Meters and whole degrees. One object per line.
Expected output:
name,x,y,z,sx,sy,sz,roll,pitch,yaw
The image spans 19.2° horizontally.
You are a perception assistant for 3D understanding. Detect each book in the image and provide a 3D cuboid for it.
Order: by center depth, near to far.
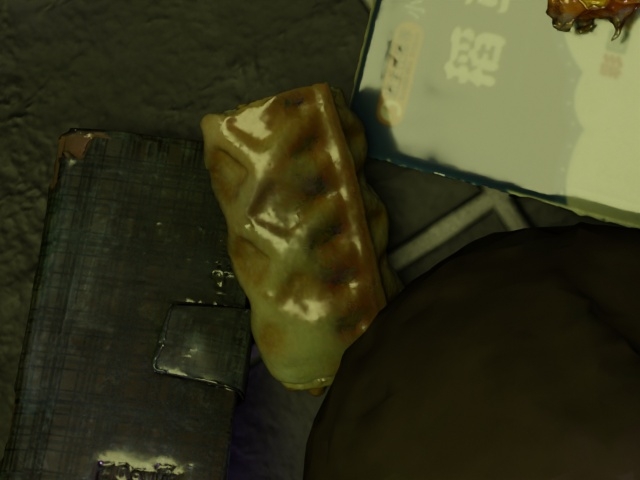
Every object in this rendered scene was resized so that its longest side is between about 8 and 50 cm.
book,0.250,-0.155,1.336,0.428,0.039,0.300,15,97,13

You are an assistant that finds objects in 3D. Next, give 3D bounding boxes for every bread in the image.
bread,0.000,0.000,1.349,0.088,0.128,0.232,13,121,54

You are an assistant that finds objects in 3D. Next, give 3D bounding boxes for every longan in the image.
longan,0.193,0.192,1.189,0.404,0.404,0.436,-38,82,13

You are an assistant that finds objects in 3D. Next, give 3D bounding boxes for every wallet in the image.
wallet,-0.134,0.073,1.373,0.169,0.044,0.317,6,71,4

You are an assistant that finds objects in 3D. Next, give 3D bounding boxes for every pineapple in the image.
pineapple,0.207,-0.204,1.297,0.137,0.069,0.116,-28,80,5
